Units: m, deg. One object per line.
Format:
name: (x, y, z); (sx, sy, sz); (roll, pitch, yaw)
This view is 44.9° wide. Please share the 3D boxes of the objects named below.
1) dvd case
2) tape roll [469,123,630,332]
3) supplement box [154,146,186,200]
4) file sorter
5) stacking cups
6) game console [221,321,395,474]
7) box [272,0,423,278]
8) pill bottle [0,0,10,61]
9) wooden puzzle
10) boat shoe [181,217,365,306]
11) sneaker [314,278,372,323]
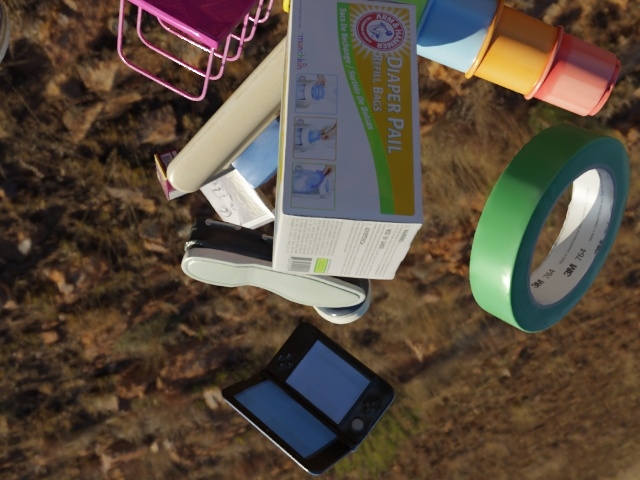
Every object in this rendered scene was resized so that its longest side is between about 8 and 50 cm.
dvd case: (-0.209, -0.117, 1.771); (0.164, 0.221, 0.018); (-20, -158, 46)
tape roll: (0.360, -0.017, 1.198); (0.321, 0.077, 0.321); (-26, 129, -36)
supplement box: (-0.268, -0.120, 1.398); (0.043, 0.055, 0.083); (-22, 159, -17)
file sorter: (-0.225, -0.437, 1.458); (0.291, 0.202, 0.182); (-60, 179, -36)
stacking cups: (0.128, -0.212, 0.737); (0.316, 0.096, 0.096); (19, 144, -1)
game console: (-0.023, 0.341, 1.735); (0.250, 0.293, 0.173); (-52, 158, -6)
box: (0.019, -0.085, 0.631); (0.103, 0.203, 0.114); (4, 155, -5)
pill bottle: (-0.388, -0.240, 0.657); (0.153, 0.153, 0.265); (-22, 162, -5)
wooden puzzle: (-0.001, -0.184, 1.022); (0.322, 0.080, 0.348); (-41, 176, 28)
boat shoe: (-0.068, 0.033, 1.252); (0.302, 0.091, 0.114); (16, 148, -15)
sneaker: (0.000, 0.000, 1.513); (0.131, 0.350, 0.148); (-23, 138, 2)
